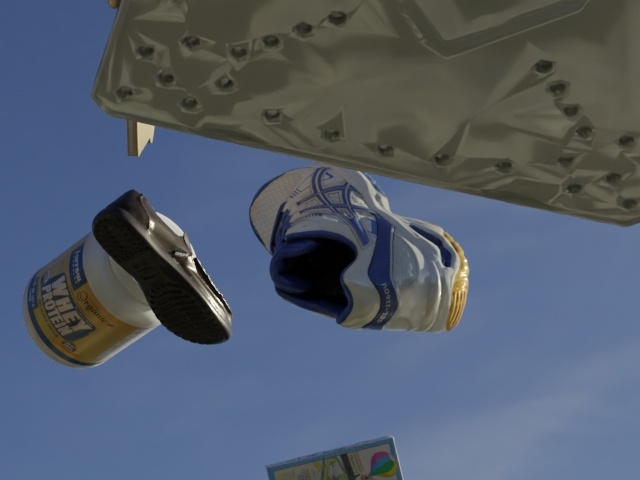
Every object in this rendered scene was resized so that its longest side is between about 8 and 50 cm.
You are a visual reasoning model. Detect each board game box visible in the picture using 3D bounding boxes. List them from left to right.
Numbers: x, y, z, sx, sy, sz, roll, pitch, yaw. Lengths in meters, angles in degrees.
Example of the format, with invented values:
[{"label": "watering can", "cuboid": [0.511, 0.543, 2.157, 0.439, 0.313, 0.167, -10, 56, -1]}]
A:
[{"label": "board game box", "cuboid": [0.024, 0.240, 1.489, 0.103, 0.154, 0.026, -13, -1, -4]}, {"label": "board game box", "cuboid": [0.095, -0.178, 1.125, 0.390, 0.050, 0.390, 11, -40, -14]}]

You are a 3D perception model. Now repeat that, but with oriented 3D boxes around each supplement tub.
[{"label": "supplement tub", "cuboid": [-0.259, 0.059, 2.342, 0.144, 0.144, 0.200, 18, -38, -38]}]

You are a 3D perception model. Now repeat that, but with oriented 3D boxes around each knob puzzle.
[{"label": "knob puzzle", "cuboid": [-0.167, -0.180, 1.690, 0.030, 0.213, 0.213, 0, -29, 2]}]

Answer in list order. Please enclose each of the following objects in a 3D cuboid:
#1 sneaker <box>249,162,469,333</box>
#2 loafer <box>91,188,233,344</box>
[{"label": "sneaker", "cuboid": [0.000, 0.000, 1.660, 0.131, 0.111, 0.296, -3, 16, -32]}, {"label": "loafer", "cuboid": [-0.161, 0.027, 2.105, 0.080, 0.078, 0.220, -10, -52, 37]}]
